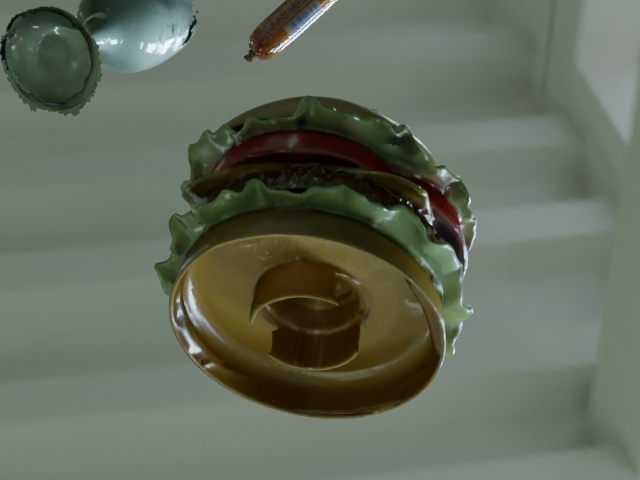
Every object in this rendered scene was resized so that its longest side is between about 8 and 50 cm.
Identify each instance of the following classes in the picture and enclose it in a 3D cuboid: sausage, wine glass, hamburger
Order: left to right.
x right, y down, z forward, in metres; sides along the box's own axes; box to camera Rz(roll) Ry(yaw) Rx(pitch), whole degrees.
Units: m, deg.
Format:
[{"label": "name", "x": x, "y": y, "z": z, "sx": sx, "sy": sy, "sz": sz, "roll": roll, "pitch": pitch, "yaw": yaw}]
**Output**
[{"label": "wine glass", "x": -0.273, "y": -0.264, "z": 2.278, "sx": 0.143, "sy": 0.143, "sz": 0.321, "roll": 14, "pitch": -156, "yaw": 16}, {"label": "hamburger", "x": 0.000, "y": 0.000, "z": 1.538, "sx": 0.274, "sy": 0.274, "sz": 0.212, "roll": 5, "pitch": -133, "yaw": 4}, {"label": "sausage", "x": 0.020, "y": -0.377, "z": 2.583, "sx": 0.348, "sy": 0.053, "sz": 0.053, "roll": -43, "pitch": -132, "yaw": -6}]
